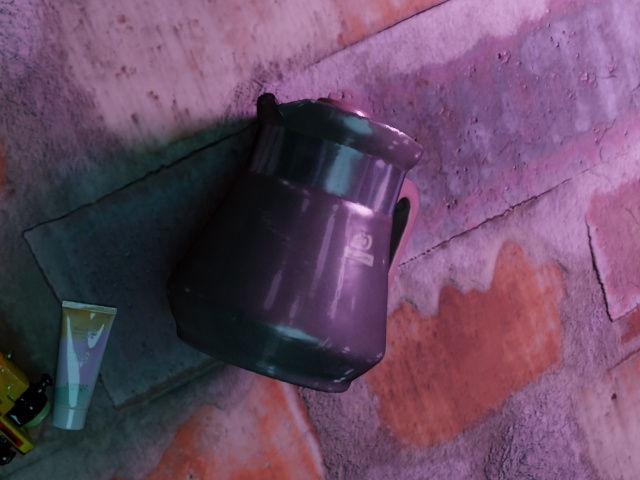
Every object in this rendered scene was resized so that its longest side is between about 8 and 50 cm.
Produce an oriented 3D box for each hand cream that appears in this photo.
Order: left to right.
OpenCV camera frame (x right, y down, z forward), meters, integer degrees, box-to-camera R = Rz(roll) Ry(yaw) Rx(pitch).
[{"bbox_3d":[-0.336,0.173,1.494,0.076,0.047,0.174,11,93,-23],"label":"hand cream"}]

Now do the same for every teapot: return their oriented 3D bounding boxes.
[{"bbox_3d":[0.000,0.000,1.460,0.376,0.306,0.361,18,92,-54],"label":"teapot"}]

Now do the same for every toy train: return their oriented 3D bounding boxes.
[{"bbox_3d":[-0.474,0.169,1.402,0.160,0.100,0.296,-41,116,-8],"label":"toy train"}]
